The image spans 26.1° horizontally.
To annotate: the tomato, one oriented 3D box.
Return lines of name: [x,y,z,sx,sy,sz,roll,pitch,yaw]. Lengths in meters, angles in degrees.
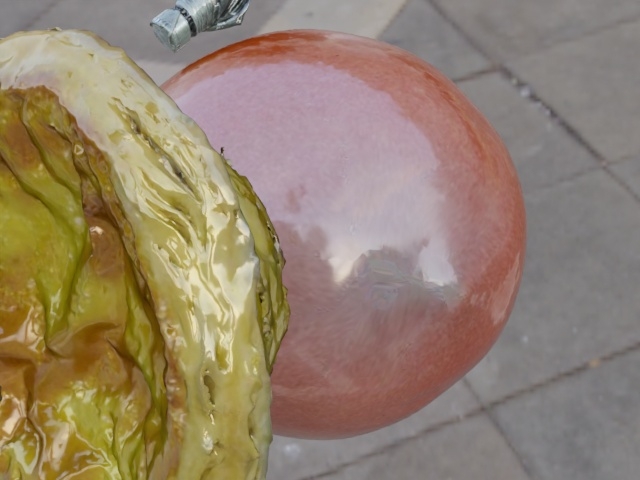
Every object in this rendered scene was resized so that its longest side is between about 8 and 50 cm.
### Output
tomato: [0.000,0.000,1.045,0.321,0.321,0.321,-8,35,6]

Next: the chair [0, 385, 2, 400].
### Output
chair: [-0.328,0.044,0.744,0.166,0.272,0.188,-48,12,-20]

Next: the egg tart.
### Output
egg tart: [-0.122,0.035,0.822,0.341,0.341,0.132,21,29,39]

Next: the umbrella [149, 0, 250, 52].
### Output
umbrella: [-0.059,-0.220,1.128,0.050,0.046,0.188,34,65,31]
